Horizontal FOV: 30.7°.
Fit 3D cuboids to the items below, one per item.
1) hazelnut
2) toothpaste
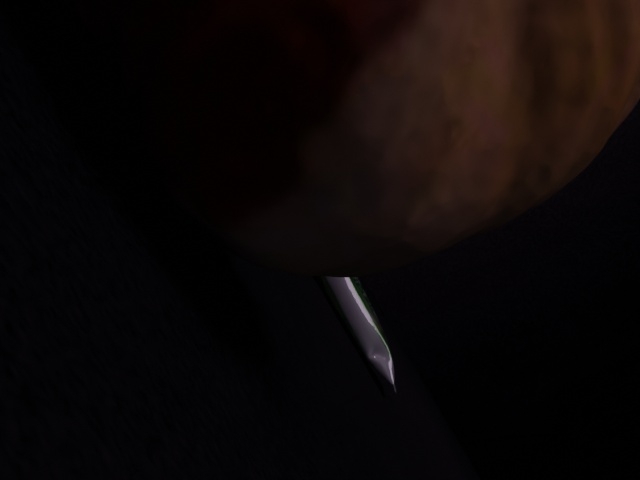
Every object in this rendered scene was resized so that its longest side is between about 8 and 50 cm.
[{"bbox_3d":[0.024,-0.116,0.468,0.261,0.261,0.241,61,-33,30],"label":"hazelnut"},{"bbox_3d":[0.000,0.000,1.039,0.297,0.048,0.075,62,2,-2],"label":"toothpaste"}]
